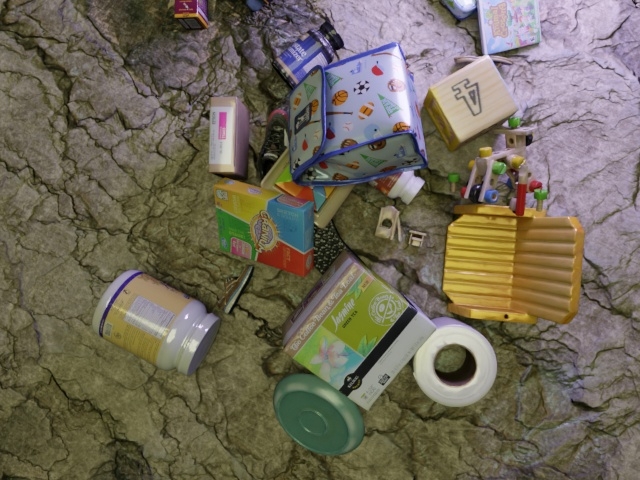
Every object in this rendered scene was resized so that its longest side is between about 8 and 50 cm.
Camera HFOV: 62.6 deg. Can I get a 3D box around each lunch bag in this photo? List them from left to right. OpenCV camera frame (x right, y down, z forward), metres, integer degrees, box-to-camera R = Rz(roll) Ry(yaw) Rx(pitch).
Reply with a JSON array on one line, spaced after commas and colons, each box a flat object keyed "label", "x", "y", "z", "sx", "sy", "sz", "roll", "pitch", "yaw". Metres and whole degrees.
[{"label": "lunch bag", "x": 0.083, "y": -0.345, "z": 1.527, "sx": 0.386, "sy": 0.239, "sz": 0.327, "roll": -12, "pitch": 64, "yaw": 20}, {"label": "lunch bag", "x": 0.479, "y": -0.817, "z": 1.651, "sx": 0.219, "sy": 0.090, "sz": 0.176, "roll": -38, "pitch": 87, "yaw": 3}]

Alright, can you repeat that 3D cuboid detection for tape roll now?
[{"label": "tape roll", "x": 0.401, "y": 0.367, "z": 1.622, "sx": 0.246, "sy": 0.169, "sz": 0.246, "roll": 0, "pitch": 90, "yaw": 4}]

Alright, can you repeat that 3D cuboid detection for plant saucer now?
[{"label": "plant saucer", "x": -0.017, "y": 0.556, "z": 1.641, "sx": 0.318, "sy": 0.044, "sz": 0.317, "roll": 13, "pitch": 121, "yaw": 22}]

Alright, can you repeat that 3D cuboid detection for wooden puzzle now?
[{"label": "wooden puzzle", "x": -0.029, "y": -0.185, "z": 1.610, "sx": 0.239, "sy": 0.044, "sz": 0.221, "roll": 34, "pitch": 74, "yaw": 2}]

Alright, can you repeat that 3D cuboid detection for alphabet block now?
[{"label": "alphabet block", "x": 0.450, "y": -0.410, "z": 1.606, "sx": 0.197, "sy": 0.192, "sz": 0.193, "roll": -29, "pitch": 86, "yaw": 5}]

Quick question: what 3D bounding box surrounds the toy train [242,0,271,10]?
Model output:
[{"label": "toy train", "x": -0.239, "y": -0.914, "z": 1.698, "sx": 0.190, "sy": 0.142, "sz": 0.333, "roll": -37, "pitch": 87, "yaw": 14}]

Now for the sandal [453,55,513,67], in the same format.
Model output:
[{"label": "sandal", "x": 0.512, "y": -0.556, "z": 1.663, "sx": 0.180, "sy": 0.072, "sz": 0.049, "roll": 4, "pitch": 106, "yaw": 7}]

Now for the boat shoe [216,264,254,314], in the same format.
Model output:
[{"label": "boat shoe", "x": -0.285, "y": 0.151, "z": 1.734, "sx": 0.066, "sy": 0.066, "sz": 0.183, "roll": 31, "pitch": 93, "yaw": 6}]

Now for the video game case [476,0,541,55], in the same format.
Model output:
[{"label": "video game case", "x": 0.582, "y": -0.701, "z": 1.627, "sx": 0.194, "sy": 0.023, "sz": 0.212, "roll": -15, "pitch": 109, "yaw": -5}]

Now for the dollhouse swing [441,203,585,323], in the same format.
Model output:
[{"label": "dollhouse swing", "x": 0.544, "y": 0.071, "z": 1.542, "sx": 0.316, "sy": 0.305, "sz": 0.346, "roll": 5, "pitch": 92, "yaw": 5}]

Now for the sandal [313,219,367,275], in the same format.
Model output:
[{"label": "sandal", "x": -0.001, "y": 0.003, "z": 1.702, "sx": 0.168, "sy": 0.107, "sz": 0.445, "roll": -34, "pitch": 100, "yaw": 3}]

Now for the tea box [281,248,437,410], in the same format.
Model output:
[{"label": "tea box", "x": 0.104, "y": 0.261, "z": 1.588, "sx": 0.324, "sy": 0.220, "sz": 0.329, "roll": 37, "pitch": 95, "yaw": -10}]

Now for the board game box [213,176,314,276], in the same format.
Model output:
[{"label": "board game box", "x": -0.172, "y": -0.042, "z": 1.621, "sx": 0.317, "sy": 0.064, "sz": 0.242, "roll": 16, "pitch": 127, "yaw": 22}]

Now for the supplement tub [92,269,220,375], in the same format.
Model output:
[{"label": "supplement tub", "x": -0.512, "y": 0.262, "z": 1.667, "sx": 0.332, "sy": 0.241, "sz": 0.241, "roll": 26, "pitch": 92, "yaw": 4}]

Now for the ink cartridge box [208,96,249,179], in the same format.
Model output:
[{"label": "ink cartridge box", "x": -0.287, "y": -0.317, "z": 1.669, "sx": 0.088, "sy": 0.193, "sz": 0.234, "roll": 2, "pitch": 90, "yaw": 5}]

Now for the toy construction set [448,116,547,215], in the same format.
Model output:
[{"label": "toy construction set", "x": 0.541, "y": -0.226, "z": 1.522, "sx": 0.258, "sy": 0.309, "sz": 0.237, "roll": -4, "pitch": 110, "yaw": -3}]

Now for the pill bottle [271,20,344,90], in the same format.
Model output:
[{"label": "pill bottle", "x": -0.037, "y": -0.590, "z": 1.682, "sx": 0.219, "sy": 0.123, "sz": 0.122, "roll": -40, "pitch": 87, "yaw": 4}]

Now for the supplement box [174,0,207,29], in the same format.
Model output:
[{"label": "supplement box", "x": -0.422, "y": -0.803, "z": 1.724, "sx": 0.081, "sy": 0.104, "sz": 0.188, "roll": 0, "pitch": 90, "yaw": 5}]

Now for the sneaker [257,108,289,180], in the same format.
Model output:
[{"label": "sneaker", "x": -0.142, "y": -0.292, "z": 1.686, "sx": 0.098, "sy": 0.135, "sz": 0.275, "roll": 5, "pitch": 89, "yaw": 7}]

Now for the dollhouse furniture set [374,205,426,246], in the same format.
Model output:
[{"label": "dollhouse furniture set", "x": 0.257, "y": -0.045, "z": 1.626, "sx": 0.161, "sy": 0.182, "sz": 0.101, "roll": 14, "pitch": 91, "yaw": 5}]

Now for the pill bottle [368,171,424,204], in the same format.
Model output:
[{"label": "pill bottle", "x": 0.214, "y": -0.210, "z": 1.660, "sx": 0.216, "sy": 0.121, "sz": 0.121, "roll": 36, "pitch": 93, "yaw": 4}]
